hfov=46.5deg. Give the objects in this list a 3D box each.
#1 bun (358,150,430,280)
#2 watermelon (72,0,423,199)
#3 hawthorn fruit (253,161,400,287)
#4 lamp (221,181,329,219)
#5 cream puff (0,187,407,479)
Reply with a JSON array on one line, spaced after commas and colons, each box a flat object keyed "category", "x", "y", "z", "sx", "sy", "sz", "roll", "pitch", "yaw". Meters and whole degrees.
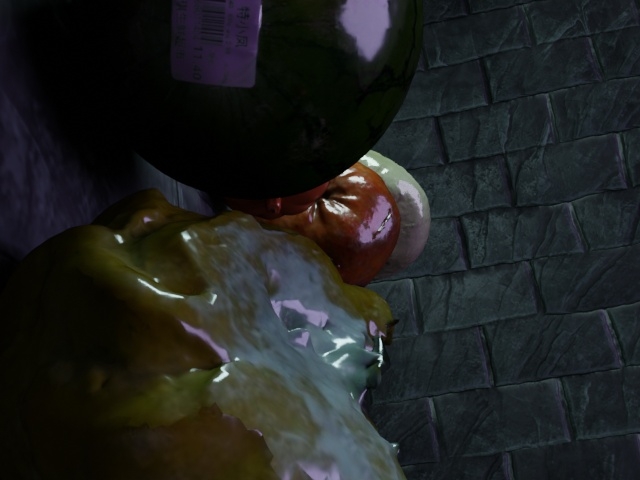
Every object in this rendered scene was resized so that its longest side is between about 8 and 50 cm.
[{"category": "bun", "x": 0.047, "y": -0.049, "z": 1.586, "sx": 0.213, "sy": 0.361, "sz": 0.361, "roll": -60, "pitch": 153, "yaw": -27}, {"category": "watermelon", "x": -0.064, "y": -0.209, "z": 0.719, "sx": 0.363, "sy": 0.363, "sz": 0.364, "roll": -10, "pitch": 90, "yaw": -84}, {"category": "hawthorn fruit", "x": 0.000, "y": 0.000, "z": 1.364, "sx": 0.307, "sy": 0.275, "sz": 0.276, "roll": 97, "pitch": -11, "yaw": -57}, {"category": "lamp", "x": -0.075, "y": -0.111, "z": 1.109, "sx": 0.188, "sy": 0.187, "sz": 0.164, "roll": 69, "pitch": 15, "yaw": -60}, {"category": "cream puff", "x": -0.099, "y": 0.121, "z": 0.481, "sx": 0.274, "sy": 0.270, "sz": 0.323, "roll": 42, "pitch": 18, "yaw": -16}]
